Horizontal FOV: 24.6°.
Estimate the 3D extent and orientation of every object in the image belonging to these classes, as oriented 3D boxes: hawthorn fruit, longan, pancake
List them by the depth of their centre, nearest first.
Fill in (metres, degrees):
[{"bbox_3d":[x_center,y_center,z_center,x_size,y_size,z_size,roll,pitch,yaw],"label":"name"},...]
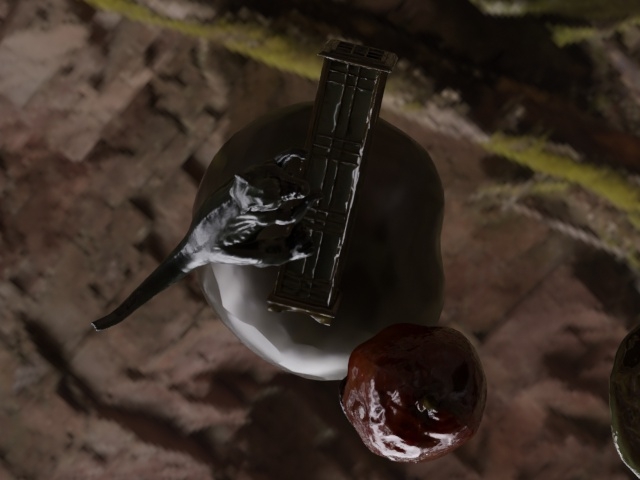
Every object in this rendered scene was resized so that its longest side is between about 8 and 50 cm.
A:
[{"bbox_3d":[0.118,0.192,1.841,0.189,0.189,0.251,45,177,3],"label":"hawthorn fruit"},{"bbox_3d":[0.475,0.215,1.876,0.250,0.250,0.031,41,161,-7],"label":"pancake"},{"bbox_3d":[0.000,0.000,2.094,0.404,0.404,0.336,44,-175,1],"label":"longan"}]

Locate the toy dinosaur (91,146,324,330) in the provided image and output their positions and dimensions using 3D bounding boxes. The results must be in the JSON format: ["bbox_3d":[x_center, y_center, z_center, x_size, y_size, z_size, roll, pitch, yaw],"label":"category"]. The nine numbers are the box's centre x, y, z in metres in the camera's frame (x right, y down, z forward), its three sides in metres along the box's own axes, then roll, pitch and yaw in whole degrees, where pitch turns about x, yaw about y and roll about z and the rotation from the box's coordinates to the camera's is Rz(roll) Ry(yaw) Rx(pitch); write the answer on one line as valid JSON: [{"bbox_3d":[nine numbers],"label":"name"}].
[{"bbox_3d":[-0.092,-0.017,1.137,0.179,0.187,0.087,-11,-115,-20],"label":"toy dinosaur"}]

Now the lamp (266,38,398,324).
[{"bbox_3d":[0.012,-0.069,1.736,0.089,0.325,0.090,14,-162,3],"label":"lamp"}]
